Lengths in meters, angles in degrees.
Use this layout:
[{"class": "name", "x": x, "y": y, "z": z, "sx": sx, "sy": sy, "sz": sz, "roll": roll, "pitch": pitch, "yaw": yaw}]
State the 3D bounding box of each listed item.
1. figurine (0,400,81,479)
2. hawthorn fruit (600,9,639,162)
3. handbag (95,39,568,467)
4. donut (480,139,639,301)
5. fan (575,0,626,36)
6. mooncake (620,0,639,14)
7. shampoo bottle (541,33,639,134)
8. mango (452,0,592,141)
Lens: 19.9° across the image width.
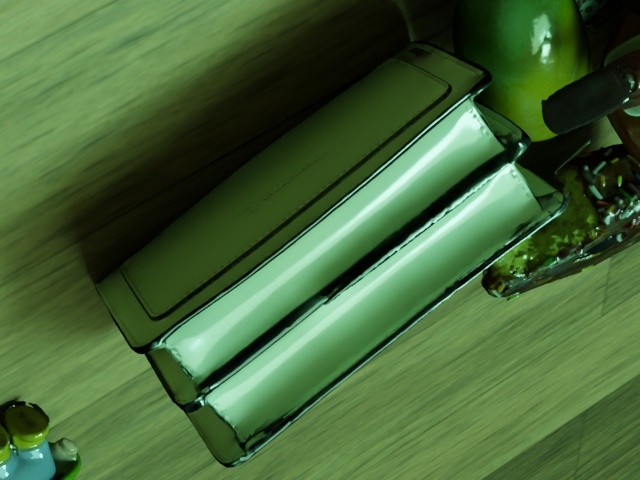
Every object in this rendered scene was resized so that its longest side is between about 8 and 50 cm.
[{"class": "figurine", "x": -0.279, "y": 0.268, "z": 1.673, "sx": 0.162, "sy": 0.143, "sz": 0.263, "roll": -28, "pitch": 133, "yaw": -37}, {"class": "hawthorn fruit", "x": 0.403, "y": -0.154, "z": 1.760, "sx": 0.258, "sy": 0.262, "sz": 0.258, "roll": -34, "pitch": 143, "yaw": -31}, {"class": "handbag", "x": 0.000, "y": 0.000, "z": 1.522, "sx": 0.358, "sy": 0.237, "sz": 0.160, "roll": -38, "pitch": 117, "yaw": -3}, {"class": "donut", "x": 0.265, "y": -0.027, "z": 1.890, "sx": 0.216, "sy": 0.096, "sz": 0.230, "roll": -14, "pitch": 162, "yaw": -47}, {"class": "fan", "x": 0.309, "y": -0.281, "z": 1.723, "sx": 0.220, "sy": 0.009, "sz": 0.132, "roll": -48, "pitch": 153, "yaw": 16}, {"class": "mooncake", "x": 0.303, "y": -0.338, "z": 1.470, "sx": 0.334, "sy": 0.174, "sz": 0.326, "roll": -4, "pitch": 138, "yaw": -49}, {"class": "shampoo bottle", "x": 0.293, "y": -0.149, "z": 1.505, "sx": 0.153, "sy": 0.071, "sz": 0.284, "roll": -22, "pitch": 180, "yaw": 42}, {"class": "mango", "x": 0.174, "y": -0.170, "z": 1.537, "sx": 0.114, "sy": 0.156, "sz": 0.251, "roll": -7, "pitch": 169, "yaw": -1}]
